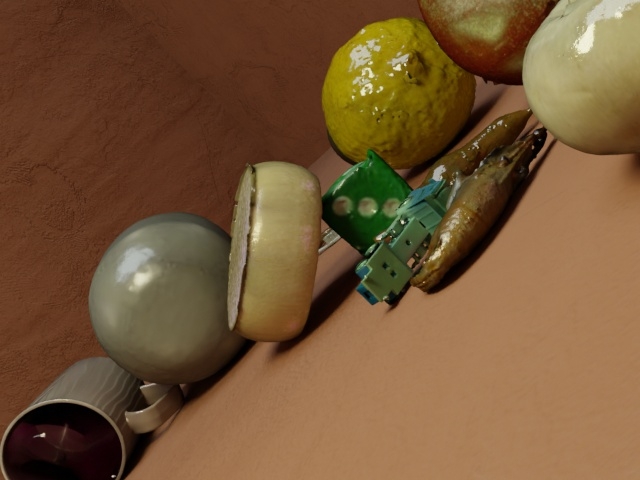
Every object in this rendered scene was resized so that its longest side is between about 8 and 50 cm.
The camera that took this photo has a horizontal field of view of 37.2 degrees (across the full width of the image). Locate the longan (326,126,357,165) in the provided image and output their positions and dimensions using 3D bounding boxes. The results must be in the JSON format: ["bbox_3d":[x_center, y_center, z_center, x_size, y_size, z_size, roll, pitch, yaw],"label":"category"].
[{"bbox_3d":[0.106,-0.246,2.149,0.189,0.189,0.189,-45,7,7],"label":"longan"}]

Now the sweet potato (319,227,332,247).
[{"bbox_3d":[0.000,0.000,1.943,0.115,0.026,0.026,-44,7,-8],"label":"sweet potato"}]

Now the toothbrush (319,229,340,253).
[{"bbox_3d":[-0.038,0.046,1.915,0.257,0.024,0.018,-41,8,43],"label":"toothbrush"}]

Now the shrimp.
[{"bbox_3d":[0.170,-0.048,1.066,0.262,0.066,0.117,-48,7,-35],"label":"shrimp"}]

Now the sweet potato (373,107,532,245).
[{"bbox_3d":[0.177,-0.085,1.243,0.274,0.067,0.067,-44,7,-4],"label":"sweet potato"}]

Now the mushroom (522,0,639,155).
[{"bbox_3d":[0.268,-0.189,0.762,0.246,0.202,0.246,-34,12,8],"label":"mushroom"}]

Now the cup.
[{"bbox_3d":[-0.418,0.328,1.755,0.288,0.208,0.273,-46,6,10],"label":"cup"}]

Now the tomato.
[{"bbox_3d":[0.286,-0.365,1.289,0.303,0.303,0.239,-49,12,-29],"label":"tomato"}]

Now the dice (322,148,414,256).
[{"bbox_3d":[0.073,-0.056,1.442,0.128,0.120,0.131,-46,5,5],"label":"dice"}]

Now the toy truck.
[{"bbox_3d":[0.108,0.001,1.125,0.175,0.067,0.081,-50,9,-33],"label":"toy truck"}]

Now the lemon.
[{"bbox_3d":[0.134,-0.254,1.679,0.268,0.268,0.322,-47,5,-9],"label":"lemon"}]

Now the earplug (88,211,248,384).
[{"bbox_3d":[-0.270,0.104,1.766,0.312,0.312,0.394,-46,8,-5],"label":"earplug"}]

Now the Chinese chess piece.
[{"bbox_3d":[-0.074,0.017,1.417,0.270,0.112,0.270,-174,90,-81],"label":"Chinese chess piece"}]
